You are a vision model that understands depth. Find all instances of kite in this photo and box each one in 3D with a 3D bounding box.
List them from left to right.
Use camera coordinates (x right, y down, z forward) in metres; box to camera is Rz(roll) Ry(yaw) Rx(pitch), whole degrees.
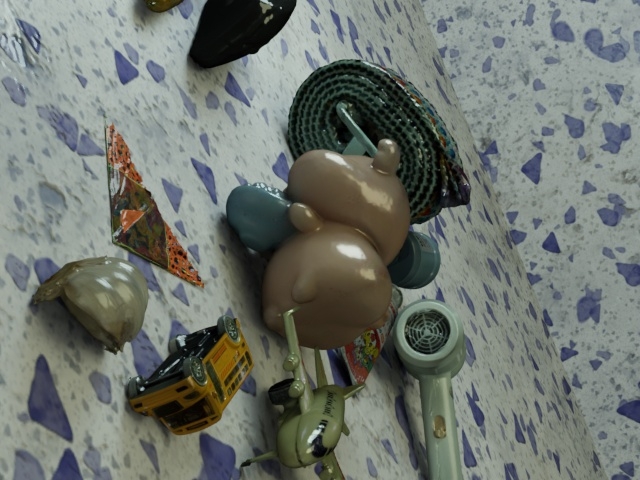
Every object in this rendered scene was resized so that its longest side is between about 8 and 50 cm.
[{"bbox_3d":[-0.190,-0.019,1.111,0.222,0.008,0.125,61,22,-13],"label":"kite"}]

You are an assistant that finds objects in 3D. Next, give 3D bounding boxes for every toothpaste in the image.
[{"bbox_3d":[0.067,0.131,1.549,0.089,0.057,0.234,71,25,-17],"label":"toothpaste"}]

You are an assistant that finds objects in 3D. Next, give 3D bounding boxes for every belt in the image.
[{"bbox_3d":[0.083,-0.138,1.628,0.295,0.206,0.160,55,18,6],"label":"belt"}]

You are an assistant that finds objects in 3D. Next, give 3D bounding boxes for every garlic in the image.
[{"bbox_3d":[-0.187,0.052,0.936,0.094,0.074,0.113,51,7,-14],"label":"garlic"}]

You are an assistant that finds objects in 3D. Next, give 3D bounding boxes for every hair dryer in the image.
[{"bbox_3d":[0.180,0.274,1.592,0.173,0.107,0.357,55,27,-72],"label":"hair dryer"}]

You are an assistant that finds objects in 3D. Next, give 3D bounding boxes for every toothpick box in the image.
[{"bbox_3d":[0.126,0.028,1.735,0.153,0.101,0.101,10,58,-69],"label":"toothpick box"}]

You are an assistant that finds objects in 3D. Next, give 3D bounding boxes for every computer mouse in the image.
[{"bbox_3d":[-0.096,-0.309,1.484,0.086,0.137,0.270,46,25,-24],"label":"computer mouse"}]

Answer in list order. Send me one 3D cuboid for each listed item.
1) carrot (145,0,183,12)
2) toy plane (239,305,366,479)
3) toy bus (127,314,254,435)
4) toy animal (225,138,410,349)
[{"bbox_3d":[-0.187,-0.349,1.407,0.078,0.078,0.298,58,24,-22],"label":"carrot"},{"bbox_3d":[-0.008,0.200,1.181,0.242,0.104,0.256,72,20,-4],"label":"toy plane"},{"bbox_3d":[-0.119,0.132,1.027,0.074,0.069,0.162,65,18,-10],"label":"toy bus"},{"bbox_3d":[0.018,0.010,1.322,0.229,0.210,0.221,-13,69,-36],"label":"toy animal"}]
